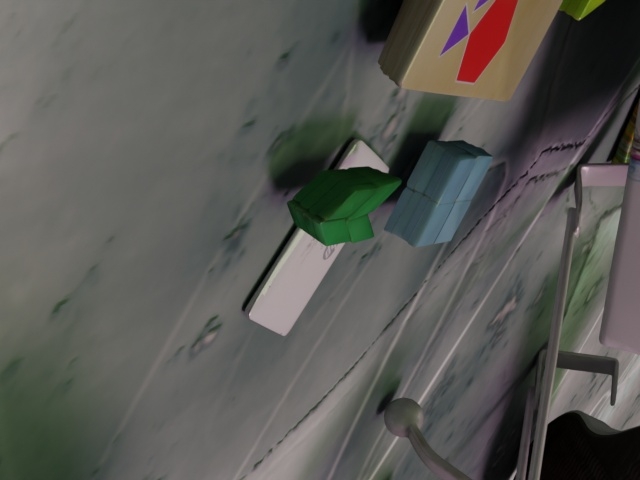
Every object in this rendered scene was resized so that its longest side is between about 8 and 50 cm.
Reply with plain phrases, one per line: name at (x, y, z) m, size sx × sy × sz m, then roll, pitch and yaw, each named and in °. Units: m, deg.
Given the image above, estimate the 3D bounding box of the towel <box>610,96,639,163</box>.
towel at (0.242, -0.148, 1.038) m, size 0.102 × 0.021 × 0.237 m, roll -30°, pitch 146°, yaw -54°

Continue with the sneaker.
sneaker at (0.219, 0.189, 1.194) m, size 0.106 × 0.123 × 0.290 m, roll -62°, pitch -170°, yaw -10°

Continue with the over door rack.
over door rack at (0.100, 0.134, 1.023) m, size 0.239 × 0.108 × 0.324 m, roll 90°, pitch 22°, yaw -56°

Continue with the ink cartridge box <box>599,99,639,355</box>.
ink cartridge box at (0.271, -0.078, 0.840) m, size 0.198 × 0.197 × 0.270 m, roll -50°, pitch 150°, yaw -52°

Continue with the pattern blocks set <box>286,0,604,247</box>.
pattern blocks set at (0.085, -0.140, 0.665) m, size 0.324 × 0.026 × 0.285 m, roll -61°, pitch 160°, yaw 5°

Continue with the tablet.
tablet at (0.000, 0.000, 0.702) m, size 0.083 × 0.006 × 0.054 m, roll -57°, pitch 161°, yaw -1°
